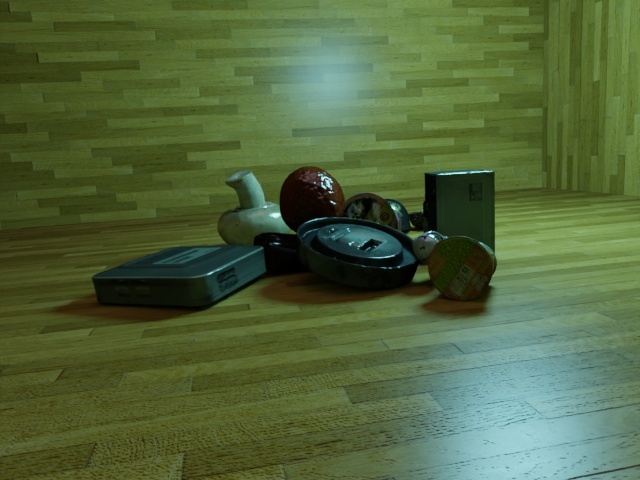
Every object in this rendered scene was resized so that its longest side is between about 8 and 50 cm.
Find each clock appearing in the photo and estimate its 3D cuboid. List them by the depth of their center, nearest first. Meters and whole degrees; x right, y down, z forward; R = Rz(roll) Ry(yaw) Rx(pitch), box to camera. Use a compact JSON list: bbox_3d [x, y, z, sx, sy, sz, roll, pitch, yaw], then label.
[{"bbox_3d":[0.333,0.046,1.484,0.080,0.117,0.176,-31,-30,28],"label":"clock"},{"bbox_3d":[0.112,0.029,1.572,0.386,0.076,0.386,8,21,-3],"label":"clock"}]

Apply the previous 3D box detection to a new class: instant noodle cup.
[{"bbox_3d":[0.389,0.065,1.377,0.168,0.168,0.185,2,3,29],"label":"instant noodle cup"},{"bbox_3d":[0.207,-0.058,1.985,0.244,0.243,0.255,0,2,21],"label":"instant noodle cup"}]

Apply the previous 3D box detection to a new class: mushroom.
[{"bbox_3d":[-0.287,-0.080,2.171,0.315,0.315,0.356,1,-24,26],"label":"mushroom"}]

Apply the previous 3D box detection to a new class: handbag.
[{"bbox_3d":[-0.097,0.037,1.822,0.257,0.113,0.285,3,6,-17],"label":"handbag"}]

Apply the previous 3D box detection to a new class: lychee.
[{"bbox_3d":[-0.031,-0.139,1.840,0.255,0.255,0.300,-6,37,-17],"label":"lychee"}]

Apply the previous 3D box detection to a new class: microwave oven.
[{"bbox_3d":[0.486,-0.099,1.843,0.238,0.295,0.181,-4,10,-3],"label":"microwave oven"}]

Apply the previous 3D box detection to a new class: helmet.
[{"bbox_3d":[0.298,-0.116,2.418,0.231,0.160,0.279,-6,11,-5],"label":"helmet"}]

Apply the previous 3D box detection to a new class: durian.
[{"bbox_3d":[0.480,-0.097,2.421,0.148,0.091,0.188,-3,-13,11],"label":"durian"}]

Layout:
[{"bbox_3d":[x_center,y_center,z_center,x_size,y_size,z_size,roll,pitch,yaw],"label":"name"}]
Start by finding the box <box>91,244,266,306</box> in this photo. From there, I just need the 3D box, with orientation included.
[{"bbox_3d":[-0.411,0.095,1.569,0.397,0.111,0.396,-1,10,20],"label":"box"}]

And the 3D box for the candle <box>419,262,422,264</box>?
[{"bbox_3d":[0.410,0.062,1.737,0.167,0.021,0.026,-6,-10,-12],"label":"candle"}]
